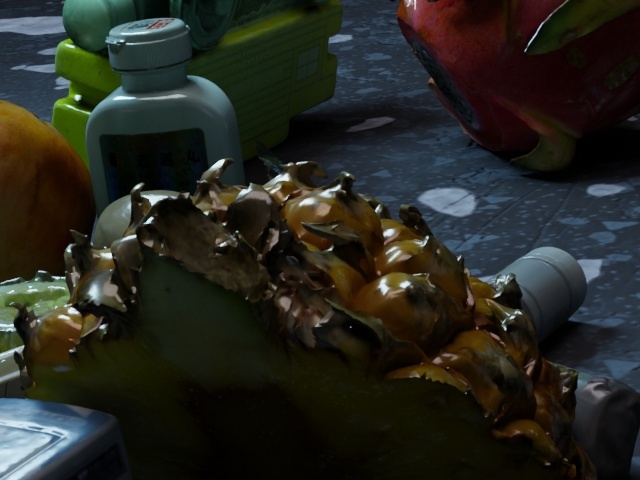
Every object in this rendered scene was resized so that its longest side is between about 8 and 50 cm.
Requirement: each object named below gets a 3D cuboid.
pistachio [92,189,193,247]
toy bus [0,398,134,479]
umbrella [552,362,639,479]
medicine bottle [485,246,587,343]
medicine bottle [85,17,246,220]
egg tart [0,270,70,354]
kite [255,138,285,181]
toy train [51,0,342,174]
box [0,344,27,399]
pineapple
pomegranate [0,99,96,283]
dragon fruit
[{"bbox_3d":[-0.111,0.019,1.302,0.149,0.113,0.113,23,31,34],"label":"pistachio"},{"bbox_3d":[-0.198,0.186,0.784,0.106,0.131,0.297,4,21,29],"label":"toy bus"},{"bbox_3d":[0.052,0.094,1.080,0.337,0.067,0.073,10,66,42],"label":"umbrella"},{"bbox_3d":[0.150,0.044,1.219,0.058,0.058,0.091,5,21,33],"label":"medicine bottle"},{"bbox_3d":[-0.127,-0.065,1.381,0.121,0.228,0.083,-3,19,12],"label":"medicine bottle"},{"bbox_3d":[-0.200,0.076,1.222,0.197,0.078,0.197,-4,18,1],"label":"egg tart"},{"bbox_3d":[0.000,0.000,1.367,0.189,0.009,0.232,16,34,-39],"label":"kite"},{"bbox_3d":[-0.117,-0.213,1.779,0.179,0.272,0.442,19,27,26],"label":"toy train"},{"bbox_3d":[-0.174,0.108,1.056,0.198,0.109,0.029,-20,47,-35],"label":"box"},{"bbox_3d":[-0.011,0.015,0.909,0.344,0.286,0.209,0,49,20],"label":"pineapple"},{"bbox_3d":[-0.284,-0.026,1.399,0.191,0.191,0.191,-6,18,2],"label":"pomegranate"},{"bbox_3d":[0.190,-0.201,1.674,0.189,0.290,0.290,-43,27,-9],"label":"dragon fruit"}]
